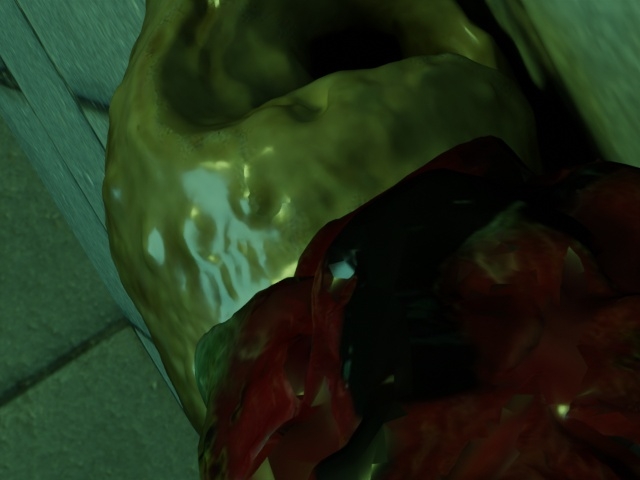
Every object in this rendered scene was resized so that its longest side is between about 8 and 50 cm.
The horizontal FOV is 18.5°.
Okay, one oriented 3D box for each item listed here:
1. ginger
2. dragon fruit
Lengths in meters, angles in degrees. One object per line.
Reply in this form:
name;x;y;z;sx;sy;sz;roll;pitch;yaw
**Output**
ginger;0.000;0.000;0.625;0.221;0.130;0.275;-121;11;-51
dragon fruit;0.056;0.062;0.443;0.182;0.182;0.188;58;159;-6
